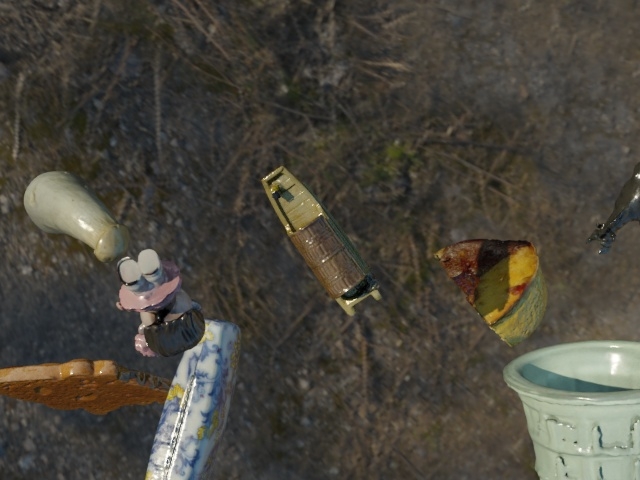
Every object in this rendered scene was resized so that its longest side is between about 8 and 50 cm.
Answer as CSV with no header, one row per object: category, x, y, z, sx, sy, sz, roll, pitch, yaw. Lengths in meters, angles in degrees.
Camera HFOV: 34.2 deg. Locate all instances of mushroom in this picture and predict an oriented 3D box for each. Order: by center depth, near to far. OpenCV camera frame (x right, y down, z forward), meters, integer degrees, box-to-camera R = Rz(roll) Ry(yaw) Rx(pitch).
mushroom,-0.379,-0.042,1.587,0.103,0.270,0.118,-49,123,-8

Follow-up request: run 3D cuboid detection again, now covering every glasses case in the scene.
glasses case,-0.140,0.206,1.130,0.065,0.087,0.247,13,84,12

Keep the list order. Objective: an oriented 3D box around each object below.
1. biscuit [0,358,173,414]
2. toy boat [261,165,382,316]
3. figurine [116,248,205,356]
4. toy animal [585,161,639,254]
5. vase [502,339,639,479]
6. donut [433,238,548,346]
biscuit,-0.342,0.208,1.490,0.280,0.043,0.183,9,147,-19
toy boat,0.000,0.000,1.405,0.068,0.088,0.226,-34,96,11
figurine,-0.146,0.062,0.924,0.072,0.054,0.129,-29,148,-7
toy animal,0.551,-0.071,1.763,0.148,0.084,0.232,-3,131,-52
vase,0.224,0.239,0.805,0.143,0.143,0.298,-10,100,-23
donut,0.323,0.075,1.836,0.151,0.295,0.112,-33,118,1
